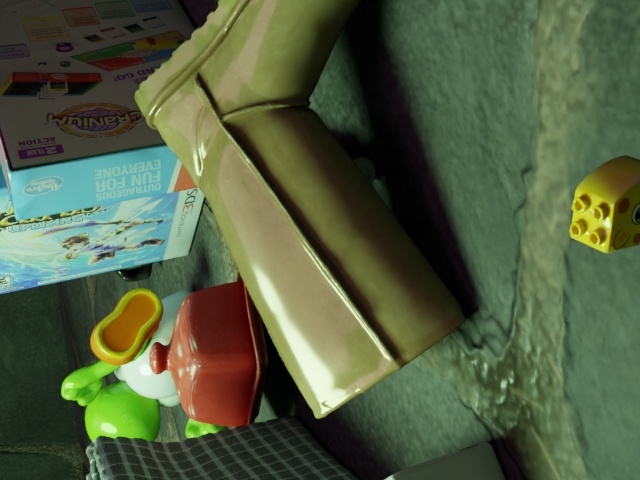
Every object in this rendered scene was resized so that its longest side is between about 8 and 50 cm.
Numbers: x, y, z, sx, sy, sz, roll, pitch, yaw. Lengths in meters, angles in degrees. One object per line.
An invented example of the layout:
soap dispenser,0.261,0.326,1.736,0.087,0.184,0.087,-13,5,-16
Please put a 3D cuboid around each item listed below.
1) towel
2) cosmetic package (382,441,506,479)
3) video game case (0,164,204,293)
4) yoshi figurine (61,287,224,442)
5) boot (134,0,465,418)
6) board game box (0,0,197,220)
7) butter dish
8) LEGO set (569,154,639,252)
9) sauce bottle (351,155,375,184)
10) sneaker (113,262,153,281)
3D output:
towel,-0.076,0.264,0.742,0.284,0.235,0.121,34,127,57
cosmetic package,0.097,0.262,0.538,0.231,0.085,0.117,68,154,20
video game case,-0.277,-0.036,1.006,0.061,0.270,0.244,66,154,24
yoshi figurine,-0.244,0.207,1.149,0.203,0.203,0.362,65,156,14
boot,0.015,-0.050,0.566,0.236,0.089,0.269,-39,78,31
board game box,-0.236,-0.170,0.888,0.064,0.242,0.316,102,148,-44
butter dish,-0.126,0.126,0.904,0.160,0.118,0.160,-104,20,-44
LEGO set,0.144,-0.031,0.285,0.087,0.093,0.227,33,131,58
sauce bottle,-0.004,-0.055,0.667,0.128,0.042,0.042,13,113,54
sneaker,-0.281,-0.037,1.228,0.276,0.098,0.135,107,144,-51
